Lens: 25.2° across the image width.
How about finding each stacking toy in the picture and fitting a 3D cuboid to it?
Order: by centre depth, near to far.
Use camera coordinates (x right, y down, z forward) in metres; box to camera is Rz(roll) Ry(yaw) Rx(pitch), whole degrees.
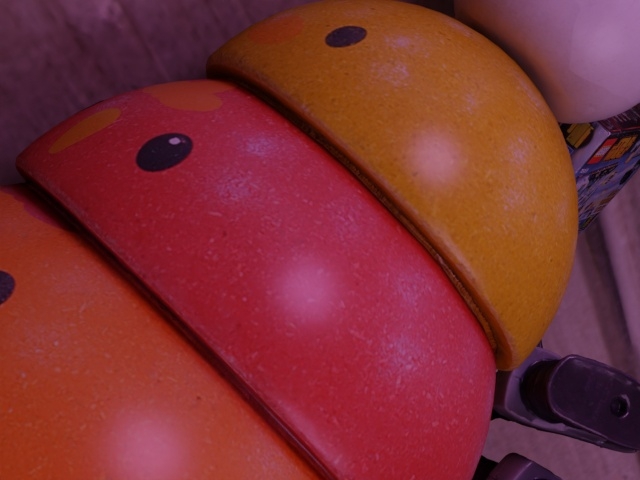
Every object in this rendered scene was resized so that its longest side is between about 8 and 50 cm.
[{"bbox_3d":[0.000,0.000,0.696,0.480,0.350,0.350,-46,140,-11],"label":"stacking toy"}]

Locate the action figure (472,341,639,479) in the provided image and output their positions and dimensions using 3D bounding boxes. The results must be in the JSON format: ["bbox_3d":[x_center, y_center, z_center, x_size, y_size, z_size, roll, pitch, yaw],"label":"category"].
[{"bbox_3d":[0.077,0.109,0.824,0.099,0.285,0.185,24,85,-26],"label":"action figure"}]

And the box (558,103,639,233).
[{"bbox_3d":[0.152,-0.039,0.840,0.094,0.027,0.137,-52,162,24],"label":"box"}]
